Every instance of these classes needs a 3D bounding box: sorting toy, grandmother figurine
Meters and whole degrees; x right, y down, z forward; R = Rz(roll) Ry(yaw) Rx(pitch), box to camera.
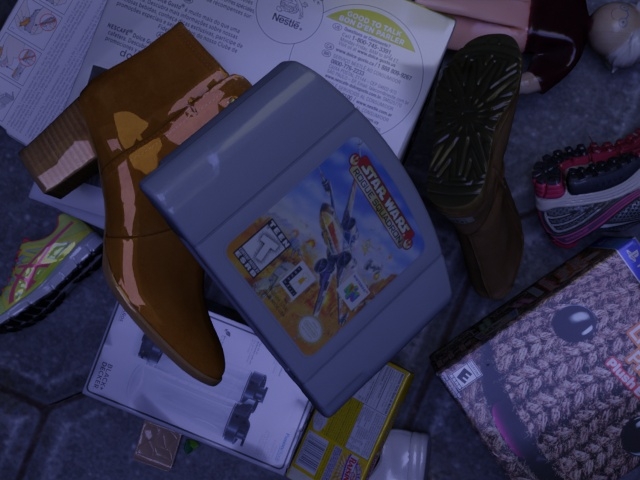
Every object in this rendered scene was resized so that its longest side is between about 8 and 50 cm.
[{"bbox_3d":[-0.212,0.286,1.156,0.083,0.012,0.062,17,87,7],"label":"sorting toy"},{"bbox_3d":[0.267,-0.279,1.076,0.342,0.104,0.208,7,85,4],"label":"grandmother figurine"}]

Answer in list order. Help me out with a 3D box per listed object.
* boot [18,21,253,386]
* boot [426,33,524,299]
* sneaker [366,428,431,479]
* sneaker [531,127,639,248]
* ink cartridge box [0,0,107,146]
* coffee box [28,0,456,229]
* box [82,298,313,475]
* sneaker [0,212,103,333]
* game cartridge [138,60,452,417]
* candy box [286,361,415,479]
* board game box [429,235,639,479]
[{"bbox_3d":[-0.112,-0.035,0.769,0.211,0.104,0.295,-36,94,-2],"label":"boot"},{"bbox_3d":[0.202,-0.080,1.014,0.089,0.269,0.236,13,73,26],"label":"boot"},{"bbox_3d":[0.090,0.356,1.114,0.094,0.080,0.212,7,84,15],"label":"sneaker"},{"bbox_3d":[0.420,-0.081,1.073,0.299,0.121,0.112,-14,119,3],"label":"sneaker"},{"bbox_3d":[-0.340,-0.267,1.134,0.261,0.066,0.296,31,92,3],"label":"ink cartridge box"},{"bbox_3d":[-0.064,-0.132,0.980,0.338,0.337,0.334,22,93,4],"label":"coffee box"},{"bbox_3d":[-0.145,0.175,1.114,0.290,0.087,0.169,20,92,4],"label":"box"},{"bbox_3d":[-0.388,0.045,1.140,0.208,0.081,0.094,-41,81,-3],"label":"sneaker"},{"bbox_3d":[0.000,0.000,0.755,0.198,0.062,0.297,-40,120,-9],"label":"game cartridge"},{"bbox_3d":[0.039,0.247,1.114,0.105,0.027,0.206,25,92,27],"label":"candy box"},{"bbox_3d":[0.323,0.169,1.055,0.291,0.141,0.232,-36,88,4],"label":"board game box"}]
